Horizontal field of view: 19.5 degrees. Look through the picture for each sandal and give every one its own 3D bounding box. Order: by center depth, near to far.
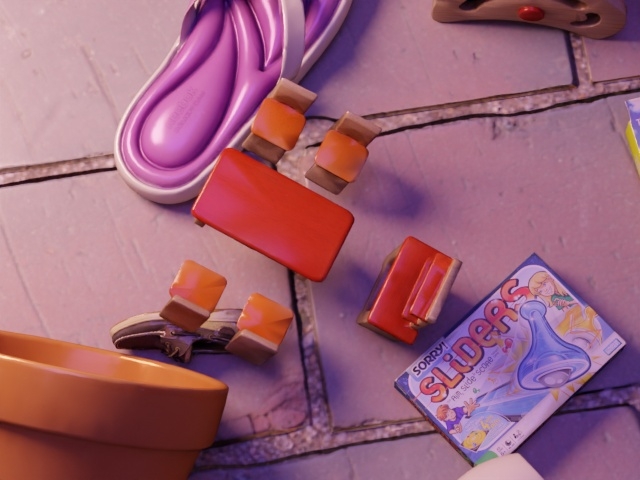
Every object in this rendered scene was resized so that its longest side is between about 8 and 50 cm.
[{"bbox_3d":[-0.079,-0.226,1.982,0.169,0.102,0.416,24,79,8],"label":"sandal"}]

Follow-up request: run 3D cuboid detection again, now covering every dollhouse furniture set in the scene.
[{"bbox_3d":[0.000,0.000,1.867,0.259,0.135,0.262,27,75,-7],"label":"dollhouse furniture set"}]

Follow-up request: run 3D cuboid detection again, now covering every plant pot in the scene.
[{"bbox_3d":[-0.248,0.209,1.787,0.291,0.291,0.203,11,90,5],"label":"plant pot"}]

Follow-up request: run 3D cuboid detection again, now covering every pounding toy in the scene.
[{"bbox_3d":[0.251,-0.311,1.988,0.269,0.154,0.155,1,72,22],"label":"pounding toy"}]

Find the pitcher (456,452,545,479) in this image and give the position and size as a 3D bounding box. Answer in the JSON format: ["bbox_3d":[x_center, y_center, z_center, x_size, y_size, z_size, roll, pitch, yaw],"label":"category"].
[{"bbox_3d":[0.165,0.326,1.815,0.207,0.125,0.178,-44,97,0],"label":"pitcher"}]

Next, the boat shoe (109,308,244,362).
[{"bbox_3d":[-0.139,0.100,1.914,0.152,0.056,0.049,-6,68,0],"label":"boat shoe"}]

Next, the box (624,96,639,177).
[{"bbox_3d":[0.391,-0.071,1.955,0.109,0.042,0.178,-14,73,-3],"label":"box"}]

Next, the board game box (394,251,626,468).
[{"bbox_3d":[0.193,0.127,1.906,0.201,0.035,0.136,-43,77,-10],"label":"board game box"}]
